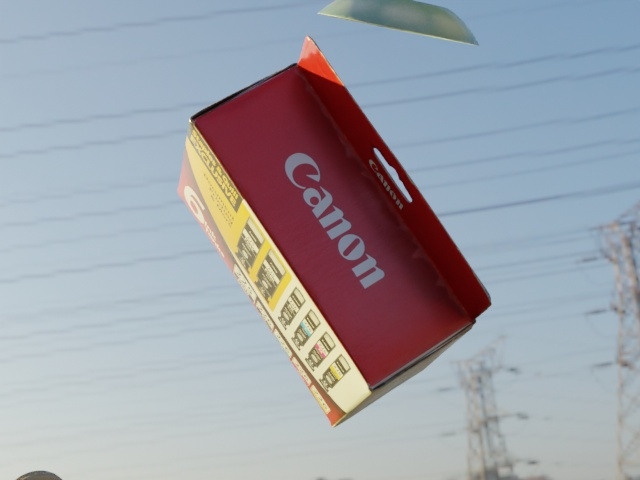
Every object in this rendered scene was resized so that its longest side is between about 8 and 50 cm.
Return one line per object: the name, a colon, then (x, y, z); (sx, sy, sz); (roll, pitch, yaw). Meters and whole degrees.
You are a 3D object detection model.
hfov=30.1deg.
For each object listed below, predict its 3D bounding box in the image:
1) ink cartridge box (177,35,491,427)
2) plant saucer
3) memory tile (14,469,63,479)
ink cartridge box: (0.000, 0.000, 1.158); (0.130, 0.309, 0.272); (-31, -11, -18)
plant saucer: (0.095, -0.265, 1.399); (0.195, 0.037, 0.195); (10, 11, -2)
memory tile: (-0.143, 0.199, 0.636); (0.113, 0.148, 0.012); (26, 0, -35)
